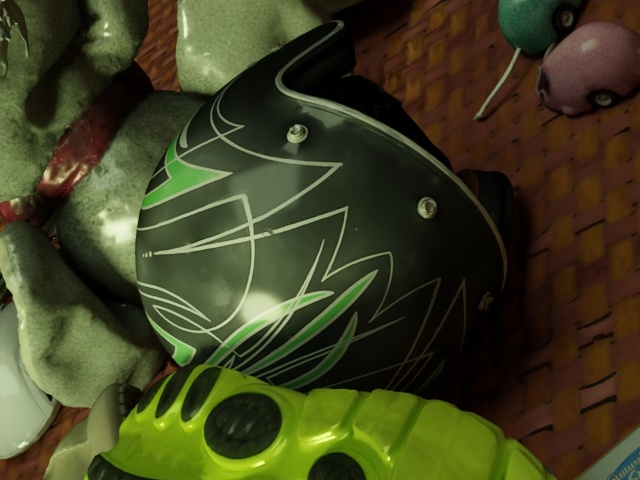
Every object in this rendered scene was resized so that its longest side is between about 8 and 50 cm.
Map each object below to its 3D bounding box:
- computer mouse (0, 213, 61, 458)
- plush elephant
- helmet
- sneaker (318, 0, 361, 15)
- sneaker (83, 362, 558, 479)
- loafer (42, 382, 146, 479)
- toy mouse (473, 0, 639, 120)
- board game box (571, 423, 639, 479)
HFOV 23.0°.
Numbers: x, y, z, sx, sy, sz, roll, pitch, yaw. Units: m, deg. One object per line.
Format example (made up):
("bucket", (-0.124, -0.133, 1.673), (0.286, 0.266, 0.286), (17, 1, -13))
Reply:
("computer mouse", (-0.197, 0.056, 1.004), (0.106, 0.042, 0.193), (-41, 33, 18))
("plush elephant", (-0.138, -0.069, 0.880), (0.272, 0.255, 0.330), (-45, 23, -3))
("helmet", (0.000, 0.000, 0.684), (0.169, 0.169, 0.161), (-34, 21, 29))
("sneaker", (0.023, -0.238, 0.948), (0.151, 0.094, 0.256), (-15, 58, 54))
("sneaker", (0.021, 0.116, 0.564), (0.109, 0.123, 0.295), (-57, 29, -10))
("loafer", (-0.086, 0.171, 0.697), (0.092, 0.102, 0.268), (-46, 22, 15))
("toy mouse", (0.119, -0.106, 0.751), (0.143, 0.031, 0.161), (-35, 36, 28))
("board game box", (0.213, 0.106, 0.384), (0.242, 0.064, 0.316), (-44, 32, 16))
